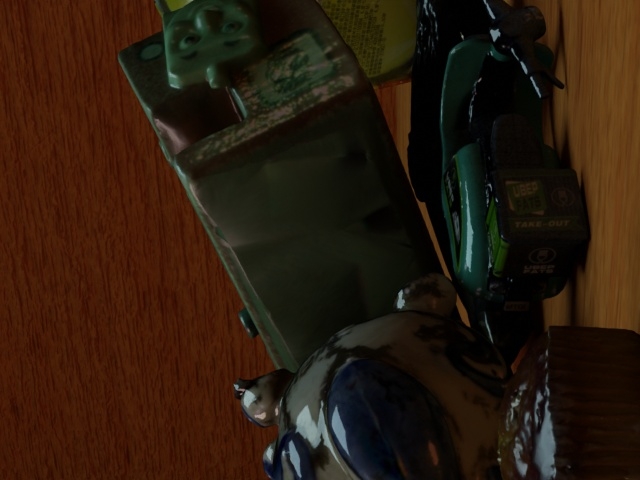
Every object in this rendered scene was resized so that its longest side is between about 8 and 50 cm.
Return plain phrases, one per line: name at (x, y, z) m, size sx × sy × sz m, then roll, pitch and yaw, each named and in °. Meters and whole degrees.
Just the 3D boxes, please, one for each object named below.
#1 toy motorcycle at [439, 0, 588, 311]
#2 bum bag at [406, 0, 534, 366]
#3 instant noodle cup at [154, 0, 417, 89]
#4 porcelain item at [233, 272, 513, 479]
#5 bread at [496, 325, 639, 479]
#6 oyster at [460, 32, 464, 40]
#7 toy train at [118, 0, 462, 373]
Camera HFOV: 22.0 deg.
toy motorcycle at (0.090, -0.046, 0.794) m, size 0.100 × 0.058 × 0.173 m, roll 99°, pitch 170°, yaw -54°
bum bag at (0.085, -0.042, 0.968) m, size 0.102 × 0.069 × 0.248 m, roll 132°, pitch 135°, yaw -69°
instant noodle cup at (0.001, -0.273, 1.283) m, size 0.264 × 0.264 × 0.200 m, roll -91°, pitch 6°, yaw -45°
porcelain item at (0.063, 0.132, 0.827) m, size 0.186 × 0.138 × 0.288 m, roll 56°, pitch 175°, yaw 15°
bread at (0.090, 0.071, 0.588) m, size 0.085 × 0.053 × 0.085 m, roll -2°, pitch -90°, yaw -89°
oyster at (0.100, -0.104, 1.269) m, size 0.121 × 0.045 × 0.146 m, roll -99°, pitch -1°, yaw -71°
toy train at (0.000, 0.000, 0.977) m, size 0.159 × 0.129 × 0.326 m, roll -118°, pitch 4°, yaw -48°
